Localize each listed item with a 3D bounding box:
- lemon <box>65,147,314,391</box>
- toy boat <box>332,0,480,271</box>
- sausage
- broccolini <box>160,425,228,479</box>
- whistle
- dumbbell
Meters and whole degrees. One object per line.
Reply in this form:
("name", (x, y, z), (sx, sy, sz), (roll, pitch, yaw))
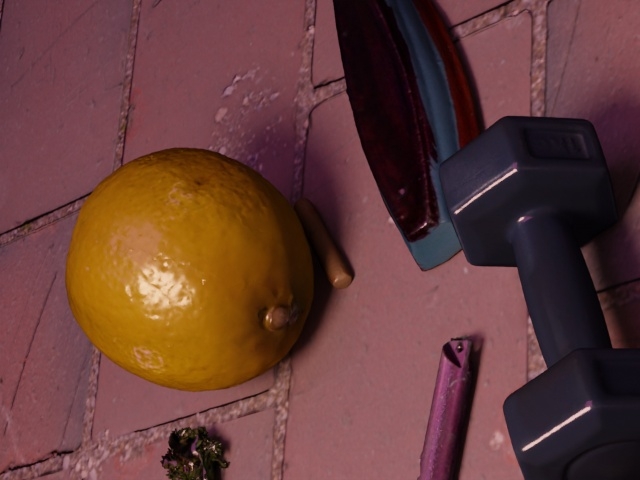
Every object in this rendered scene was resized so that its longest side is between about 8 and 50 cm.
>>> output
("lemon", (-0.114, 0.035, 1.847), (0.219, 0.240, 0.240), (21, 88, 32))
("toy boat", (0.076, -0.150, 1.844), (0.136, 0.079, 0.392), (-37, 49, 30))
("sausage", (0.000, 0.000, 1.890), (0.024, 0.024, 0.132), (-50, 42, 21))
("broccolini", (-0.088, 0.277, 1.857), (0.057, 0.071, 0.254), (-25, 46, -15))
("whistle", (0.110, 0.170, 1.663), (0.033, 0.033, 0.176), (-5, 67, 49))
("dumbbell", (0.199, 0.052, 1.527), (0.144, 0.160, 0.325), (-19, 53, 7))
